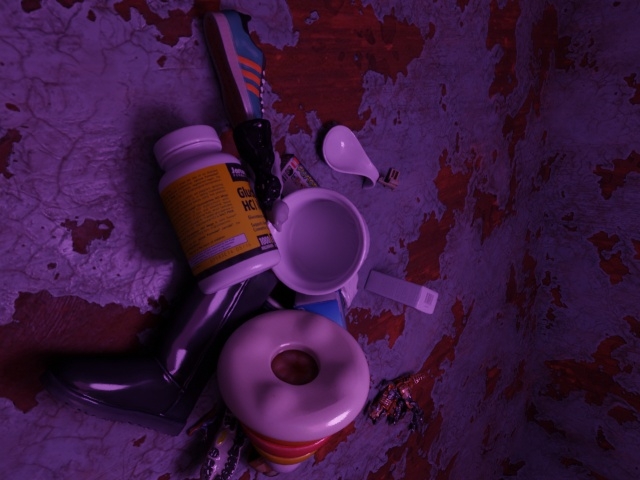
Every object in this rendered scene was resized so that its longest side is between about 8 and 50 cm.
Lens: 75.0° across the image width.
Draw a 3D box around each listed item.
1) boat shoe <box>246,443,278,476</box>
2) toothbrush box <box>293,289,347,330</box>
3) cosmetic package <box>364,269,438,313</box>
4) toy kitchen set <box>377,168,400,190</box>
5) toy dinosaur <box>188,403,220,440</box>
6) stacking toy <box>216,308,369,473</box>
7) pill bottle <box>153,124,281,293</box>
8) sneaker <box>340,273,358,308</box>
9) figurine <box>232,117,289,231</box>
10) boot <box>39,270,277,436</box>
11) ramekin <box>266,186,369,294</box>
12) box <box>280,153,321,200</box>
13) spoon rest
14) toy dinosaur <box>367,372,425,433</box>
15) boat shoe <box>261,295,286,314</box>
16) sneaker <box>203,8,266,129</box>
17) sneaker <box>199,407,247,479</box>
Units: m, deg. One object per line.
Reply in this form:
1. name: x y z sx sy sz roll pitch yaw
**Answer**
1. boat shoe: -0.112 0.561 1.285 0.120 0.123 0.324 40 72 -36
2. toothbrush box: 0.013 0.255 1.249 0.126 0.216 0.295 -8 112 4
3. cosmetic package: 0.285 0.181 1.486 0.117 0.231 0.085 26 82 -43
4. toy kitchen set: 0.244 -0.228 1.470 0.068 0.083 0.075 22 83 -2
5. toy dinosaur: -0.322 0.502 1.142 0.082 0.047 0.090 3 64 -35
6. stacking toy: -0.090 0.449 1.070 0.351 0.351 0.479 -21 136 -38
7. pill bottle: -0.232 -0.069 0.910 0.188 0.188 0.333 -22 87 -38
8. sneaker: 0.071 0.109 1.382 0.115 0.090 0.232 -45 136 -35
9. figurine: -0.129 -0.142 1.002 0.215 0.092 0.209 78 -3 -68
10. boot: -0.333 0.187 0.965 0.445 0.146 0.367 -57 139 -14
11. ramekin: 0.000 0.000 1.122 0.135 0.277 0.277 -3 104 -72
12. box: -0.059 -0.141 1.223 0.207 0.036 0.114 48 67 -39
13. spoon rest: 0.103 -0.251 1.317 0.276 0.084 0.137 34 76 -43
14. toy dinosaur: 0.332 0.655 1.713 0.322 0.164 0.218 -24 101 -14
15. boat shoe: -0.118 0.233 1.195 0.079 0.095 0.254 -42 153 -10
16. sneaker: -0.175 -0.391 1.004 0.121 0.108 0.302 -27 116 -31
17. sneaker: -0.253 0.539 1.168 0.107 0.118 0.279 37 49 -5
